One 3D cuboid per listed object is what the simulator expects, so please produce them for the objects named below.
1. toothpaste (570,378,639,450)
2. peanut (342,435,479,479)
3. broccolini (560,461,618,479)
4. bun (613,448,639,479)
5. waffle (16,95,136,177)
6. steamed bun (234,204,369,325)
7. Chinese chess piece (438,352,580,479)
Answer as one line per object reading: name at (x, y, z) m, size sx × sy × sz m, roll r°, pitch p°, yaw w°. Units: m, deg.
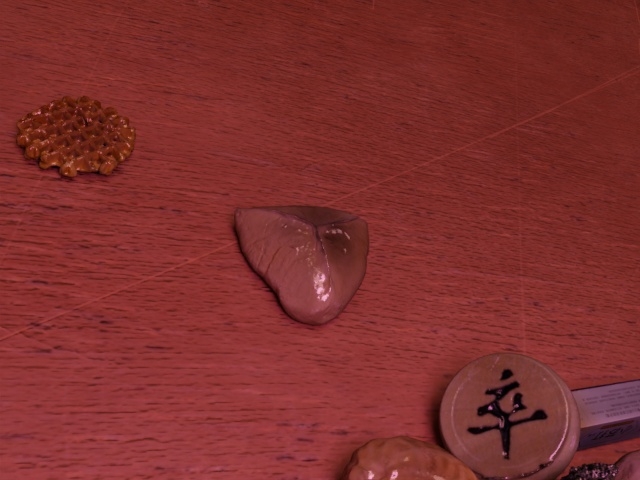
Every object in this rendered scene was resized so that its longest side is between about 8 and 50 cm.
toothpaste at (0.430, 0.270, 1.085) m, size 0.313 × 0.089 × 0.071 m, roll -2°, pitch 44°, yaw -26°
peanut at (0.168, 0.346, 0.848) m, size 0.305 × 0.147 × 0.147 m, roll 34°, pitch 45°, yaw 7°
broccolini at (0.339, 0.454, 0.800) m, size 0.079 × 0.074 × 0.392 m, roll -7°, pitch 84°, yaw 4°
bun at (0.448, 0.397, 0.888) m, size 0.205 × 0.281 × 0.281 m, roll -20°, pitch 51°, yaw 10°
waffle at (-0.390, -0.169, 1.132) m, size 0.191 × 0.038 × 0.191 m, roll 14°, pitch 45°, yaw -15°
steamed bun at (-0.004, 0.021, 1.093) m, size 0.231 × 0.110 × 0.212 m, roll 0°, pitch 51°, yaw -22°
Chinese chess piece at (0.256, 0.247, 0.961) m, size 0.083 × 0.188 × 0.188 m, roll 47°, pitch 21°, yaw -51°
